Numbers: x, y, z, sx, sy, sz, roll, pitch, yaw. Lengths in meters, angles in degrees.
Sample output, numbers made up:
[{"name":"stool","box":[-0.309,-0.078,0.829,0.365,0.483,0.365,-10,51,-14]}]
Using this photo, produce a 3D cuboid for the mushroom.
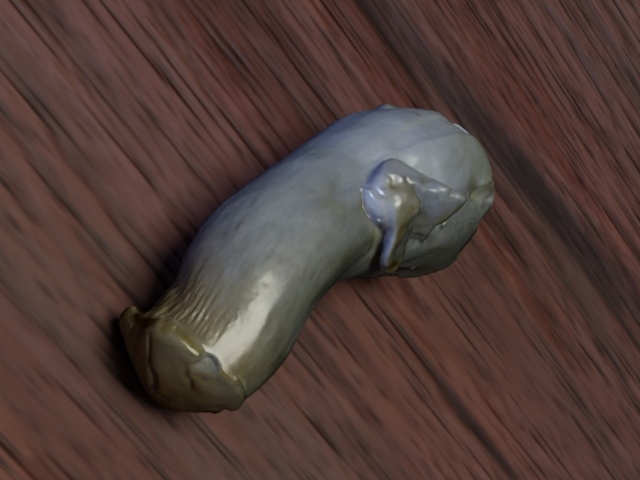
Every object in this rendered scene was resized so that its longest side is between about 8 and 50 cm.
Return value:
[{"name":"mushroom","box":[0.001,-0.002,0.781,0.099,0.096,0.278,30,34,19]}]
